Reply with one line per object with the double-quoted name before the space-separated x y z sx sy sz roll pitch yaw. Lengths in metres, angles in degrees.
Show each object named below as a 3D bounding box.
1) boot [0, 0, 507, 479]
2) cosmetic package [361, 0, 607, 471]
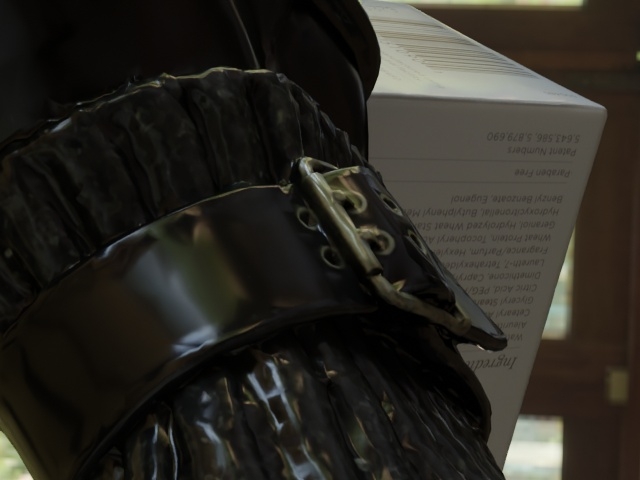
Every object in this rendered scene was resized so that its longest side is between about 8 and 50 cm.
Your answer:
"boot" -0.064 -0.002 0.366 0.348 0.131 0.260 26 -138 -48
"cosmetic package" 0.000 0.000 0.736 0.151 0.151 0.183 36 119 49
